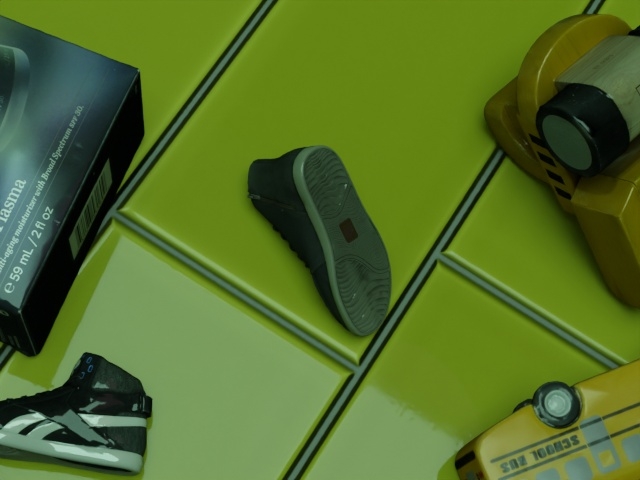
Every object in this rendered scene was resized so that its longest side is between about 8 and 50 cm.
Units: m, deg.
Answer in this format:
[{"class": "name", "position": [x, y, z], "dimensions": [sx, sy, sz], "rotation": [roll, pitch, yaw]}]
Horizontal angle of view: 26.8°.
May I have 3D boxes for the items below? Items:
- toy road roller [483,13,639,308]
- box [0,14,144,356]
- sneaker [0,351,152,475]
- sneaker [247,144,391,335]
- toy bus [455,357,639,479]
[{"class": "toy road roller", "position": [0.336, -0.104, 1.534], "dimensions": [0.202, 0.241, 0.329], "rotation": [-39, 117, -17]}, {"class": "box", "position": [-0.380, -0.079, 1.425], "dimensions": [0.294, 0.182, 0.296], "rotation": [21, 70, 2]}, {"class": "sneaker", "position": [-0.285, 0.170, 1.410], "dimensions": [0.217, 0.079, 0.121], "rotation": [13, 67, -11]}, {"class": "sneaker", "position": [0.000, 0.000, 1.504], "dimensions": [0.083, 0.118, 0.222], "rotation": [-27, 105, -33]}, {"class": "toy bus", "position": [0.314, 0.201, 1.446], "dimensions": [0.333, 0.108, 0.130], "rotation": [-19, 75, -13]}]
